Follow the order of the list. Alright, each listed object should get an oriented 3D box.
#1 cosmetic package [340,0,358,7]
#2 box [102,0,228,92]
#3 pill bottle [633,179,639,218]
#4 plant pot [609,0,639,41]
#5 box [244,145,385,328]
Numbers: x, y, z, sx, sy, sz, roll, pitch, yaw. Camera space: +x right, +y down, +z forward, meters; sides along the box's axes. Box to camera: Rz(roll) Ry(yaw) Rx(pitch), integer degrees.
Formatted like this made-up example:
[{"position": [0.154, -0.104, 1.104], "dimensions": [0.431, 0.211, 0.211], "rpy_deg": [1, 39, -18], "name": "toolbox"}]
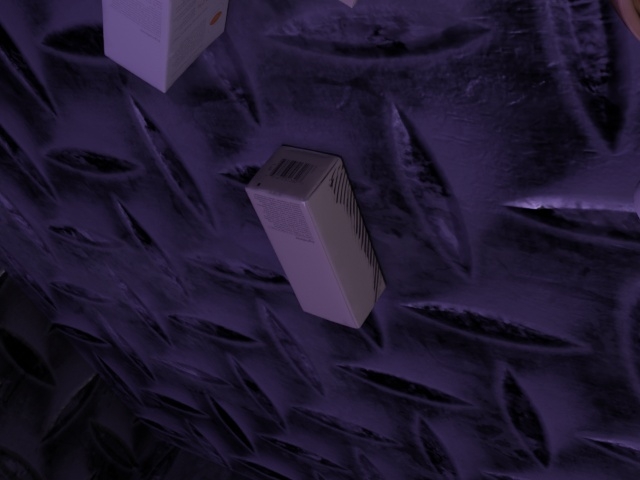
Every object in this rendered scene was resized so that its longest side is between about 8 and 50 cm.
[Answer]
[{"position": [0.000, -0.291, 0.828], "dimensions": [0.115, 0.041, 0.060], "rpy_deg": [33, 150, 5], "name": "cosmetic package"}, {"position": [-0.172, -0.278, 0.939], "dimensions": [0.091, 0.130, 0.170], "rpy_deg": [33, 150, 4], "name": "box"}, {"position": [0.350, -0.072, 0.707], "dimensions": [0.108, 0.108, 0.180], "rpy_deg": [33, 151, 6], "name": "pill bottle"}, {"position": [0.271, -0.234, 0.506], "dimensions": [0.237, 0.110, 0.237], "rpy_deg": [-9, 139, -8], "name": "plant pot"}, {"position": [0.000, 0.000, 1.197], "dimensions": [0.113, 0.094, 0.275], "rpy_deg": [16, 146, 32], "name": "box"}]
